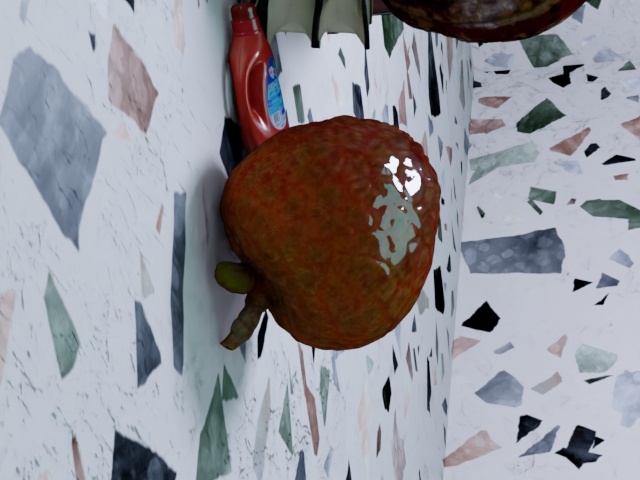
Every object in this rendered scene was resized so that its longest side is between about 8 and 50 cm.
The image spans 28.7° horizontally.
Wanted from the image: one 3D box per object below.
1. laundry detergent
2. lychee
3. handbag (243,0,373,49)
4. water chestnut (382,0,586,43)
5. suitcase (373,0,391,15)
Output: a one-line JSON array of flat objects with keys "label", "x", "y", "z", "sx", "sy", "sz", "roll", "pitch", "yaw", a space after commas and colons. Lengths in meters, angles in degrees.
[{"label": "laundry detergent", "x": -0.079, "y": -0.190, "z": 1.440, "sx": 0.097, "sy": 0.049, "sz": 0.165, "roll": -57, "pitch": 140, "yaw": -62}, {"label": "lychee", "x": 0.000, "y": 0.000, "z": 1.371, "sx": 0.255, "sy": 0.300, "sz": 0.255, "roll": 60, "pitch": -3, "yaw": 5}, {"label": "handbag", "x": -0.010, "y": -0.432, "z": 1.509, "sx": 0.237, "sy": 0.160, "sz": 0.358, "roll": 97, "pitch": -6, "yaw": -74}, {"label": "water chestnut", "x": 0.222, "y": -0.389, "z": 1.551, "sx": 0.347, "sy": 0.335, "sz": 0.335, "roll": 42, "pitch": 46, "yaw": -62}, {"label": "suitcase", "x": 0.079, "y": -0.467, "z": 1.762, "sx": 0.161, "sy": 0.236, "sz": 0.297, "roll": -24, "pitch": 112, "yaw": -65}]
